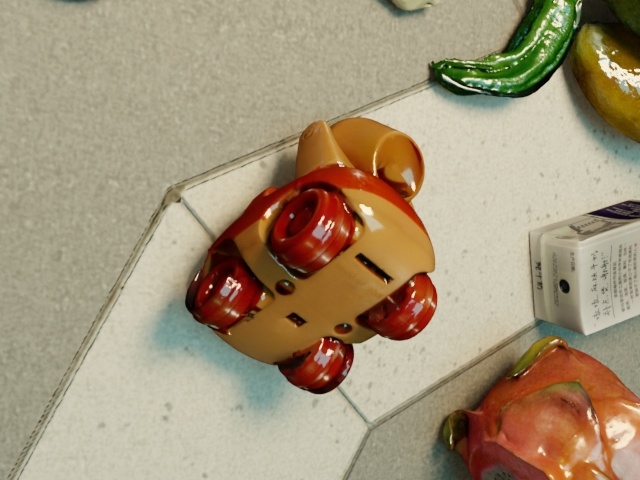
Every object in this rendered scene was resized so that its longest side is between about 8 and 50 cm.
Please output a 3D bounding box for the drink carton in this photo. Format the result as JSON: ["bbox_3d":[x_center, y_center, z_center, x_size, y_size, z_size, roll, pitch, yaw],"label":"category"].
[{"bbox_3d":[0.407,0.032,1.079,0.222,0.101,0.134,-15,108,-27],"label":"drink carton"}]

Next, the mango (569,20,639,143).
[{"bbox_3d":[0.479,-0.222,1.053,0.316,0.146,0.193,7,83,-21],"label":"mango"}]

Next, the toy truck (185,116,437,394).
[{"bbox_3d":[0.000,0.000,0.810,0.264,0.239,0.189,-36,122,26],"label":"toy truck"}]

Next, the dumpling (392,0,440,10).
[{"bbox_3d":[0.100,-0.295,0.882,0.076,0.057,0.052,-7,142,-3],"label":"dumpling"}]

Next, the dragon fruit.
[{"bbox_3d":[0.293,0.289,0.961,0.189,0.290,0.291,-25,110,-17],"label":"dragon fruit"}]

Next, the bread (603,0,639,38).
[{"bbox_3d":[0.520,-0.329,0.964,0.365,0.129,0.382,0,63,-9],"label":"bread"}]

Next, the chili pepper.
[{"bbox_3d":[0.260,-0.264,0.962,0.279,0.065,0.122,-48,122,-10],"label":"chili pepper"}]
